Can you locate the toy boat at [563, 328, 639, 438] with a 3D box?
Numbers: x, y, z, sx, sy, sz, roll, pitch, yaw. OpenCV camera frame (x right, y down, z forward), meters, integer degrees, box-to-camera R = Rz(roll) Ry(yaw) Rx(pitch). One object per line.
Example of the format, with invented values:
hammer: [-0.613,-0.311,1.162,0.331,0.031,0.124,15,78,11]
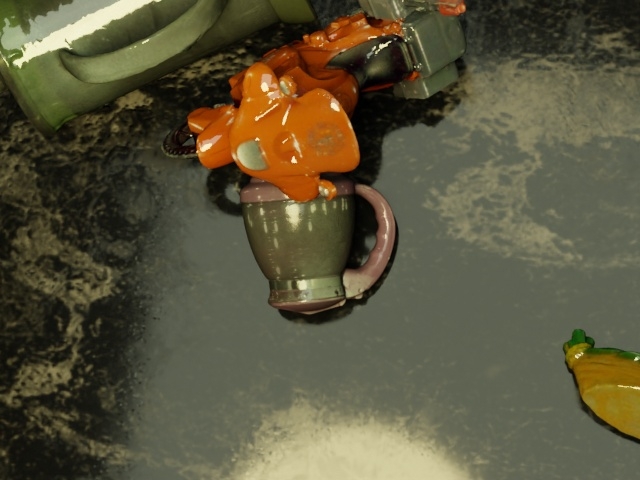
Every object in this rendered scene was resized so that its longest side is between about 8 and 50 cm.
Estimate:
toy boat: [0.343,0.150,1.788,0.229,0.089,0.088,18,44,10]

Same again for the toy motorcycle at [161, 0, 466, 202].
toy motorcycle: [0.012,-0.152,1.785,0.326,0.221,0.147,-34,119,-24]

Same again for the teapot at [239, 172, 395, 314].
teapot: [-0.009,0.000,1.848,0.116,0.148,0.146,-3,93,43]

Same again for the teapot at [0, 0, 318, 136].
teapot: [-0.187,-0.231,1.830,0.337,0.270,0.200,-25,120,4]
